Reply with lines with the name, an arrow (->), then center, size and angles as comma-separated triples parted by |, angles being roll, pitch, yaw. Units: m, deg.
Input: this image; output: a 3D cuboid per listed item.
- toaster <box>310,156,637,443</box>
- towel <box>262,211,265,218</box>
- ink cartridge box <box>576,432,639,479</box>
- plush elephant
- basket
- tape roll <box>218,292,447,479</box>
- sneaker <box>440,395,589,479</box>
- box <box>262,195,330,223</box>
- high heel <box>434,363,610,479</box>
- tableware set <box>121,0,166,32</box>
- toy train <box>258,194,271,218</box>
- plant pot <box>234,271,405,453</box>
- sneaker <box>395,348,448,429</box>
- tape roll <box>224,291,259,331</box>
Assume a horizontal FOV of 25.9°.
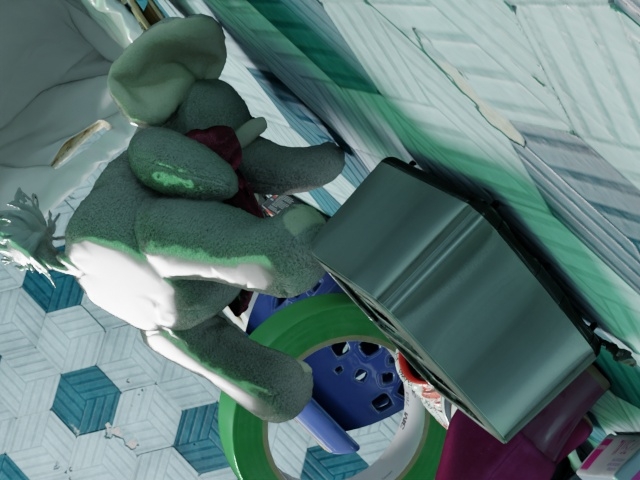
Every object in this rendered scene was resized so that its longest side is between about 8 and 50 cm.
toaster -> 0.101, 0.042, 1.007 | 0.168, 0.110, 0.185 | 47, 174, -27
towel -> -0.163, -0.098, 2.311 | 0.370, 0.040, 0.271 | 46, 175, -13
ink cartridge box -> 0.362, 0.294, 1.195 | 0.311, 0.065, 0.186 | 43, 175, 6
plush elephant -> -0.100, -0.038, 1.239 | 0.330, 0.255, 0.272 | 18, 143, 17
basket -> -0.412, -0.231, 1.743 | 0.331, 0.328, 0.266 | 48, 178, -31
tape roll -> 0.024, 0.234, 1.878 | 0.321, 0.321, 0.077 | 48, 174, -22
sneaker -> 0.252, 0.277, 1.530 | 0.321, 0.126, 0.127 | 47, 180, -3
box -> 0.000, 0.000, 1.830 | 0.114, 0.036, 0.207 | 48, 174, -22
high heel -> 0.156, 0.186, 1.276 | 0.127, 0.181, 0.377 | 44, 174, 13
tableware set -> -0.176, -0.247, 1.338 | 0.194, 0.039, 0.128 | 56, -179, -34
toy train -> -0.096, -0.070, 2.100 | 0.036, 0.027, 0.158 | 55, -178, 39
plant pot -> 0.009, 0.160, 2.028 | 0.236, 0.212, 0.236 | 46, 174, -21
sneaker -> 0.194, 0.217, 1.699 | 0.270, 0.090, 0.145 | 45, 178, 36
tape roll -> -0.132, 0.050, 2.269 | 0.286, 0.100, 0.286 | 51, 170, 13
